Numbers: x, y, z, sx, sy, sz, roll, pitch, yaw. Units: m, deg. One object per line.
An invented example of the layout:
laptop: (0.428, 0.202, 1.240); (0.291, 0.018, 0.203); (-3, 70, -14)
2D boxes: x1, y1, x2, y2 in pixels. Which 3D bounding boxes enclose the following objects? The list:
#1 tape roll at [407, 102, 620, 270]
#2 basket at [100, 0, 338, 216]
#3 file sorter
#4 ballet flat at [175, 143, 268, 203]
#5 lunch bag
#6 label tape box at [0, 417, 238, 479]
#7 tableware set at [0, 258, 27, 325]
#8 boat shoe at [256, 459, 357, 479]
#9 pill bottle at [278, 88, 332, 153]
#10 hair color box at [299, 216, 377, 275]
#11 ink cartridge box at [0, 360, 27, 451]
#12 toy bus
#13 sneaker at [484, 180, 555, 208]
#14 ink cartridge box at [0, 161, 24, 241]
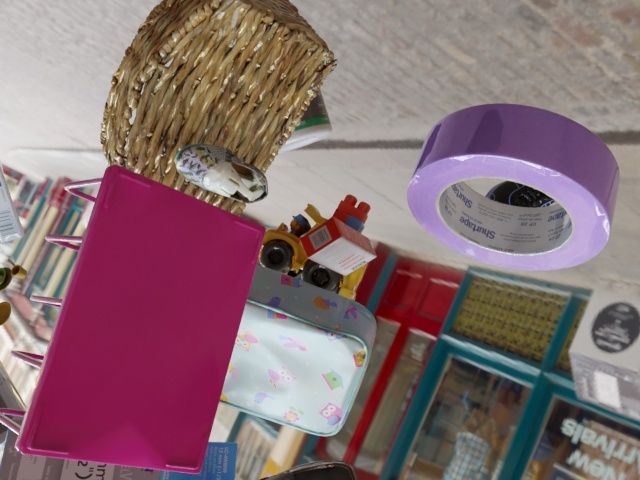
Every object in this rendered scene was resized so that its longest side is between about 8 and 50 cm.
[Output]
tape roll: (0.265, -0.065, 0.943); (0.275, 0.090, 0.274); (17, 154, 9)
basket: (-0.163, -0.202, 0.883); (0.214, 0.299, 0.223); (19, -153, -34)
file sorter: (-0.228, 0.091, 0.782); (0.202, 0.290, 0.182); (23, 165, -38)
ballet flat: (-0.077, -0.054, 0.578); (0.041, 0.041, 0.114); (22, -177, 25)
lunch bag: (-0.070, 0.165, 1.013); (0.279, 0.224, 0.108); (19, -151, 6)
label tape box: (-0.308, 0.413, 1.023); (0.348, 0.249, 0.115); (5, 154, -5)
tableware set: (-0.583, 0.107, 1.204); (0.104, 0.154, 0.024); (27, 168, 33)
boat shoe: (-0.091, 0.503, 1.241); (0.130, 0.356, 0.132); (106, 143, -67)
pill bottle: (-0.116, -0.402, 1.637); (0.204, 0.361, 0.204); (-18, -178, 1)
hair color box: (0.032, 0.012, 1.144); (0.141, 0.072, 0.043); (30, -148, -58)
ink cartridge box: (-0.782, 0.419, 1.706); (0.308, 0.091, 0.385); (49, 159, 20)
toy bus: (0.000, 0.000, 1.326); (0.220, 0.211, 0.149); (26, 178, 11)
sneaker: (0.385, -0.091, 1.219); (0.081, 0.232, 0.090); (57, 157, -5)
ink cartridge box: (-0.581, -0.148, 1.162); (0.224, 0.045, 0.223); (57, 154, 34)
